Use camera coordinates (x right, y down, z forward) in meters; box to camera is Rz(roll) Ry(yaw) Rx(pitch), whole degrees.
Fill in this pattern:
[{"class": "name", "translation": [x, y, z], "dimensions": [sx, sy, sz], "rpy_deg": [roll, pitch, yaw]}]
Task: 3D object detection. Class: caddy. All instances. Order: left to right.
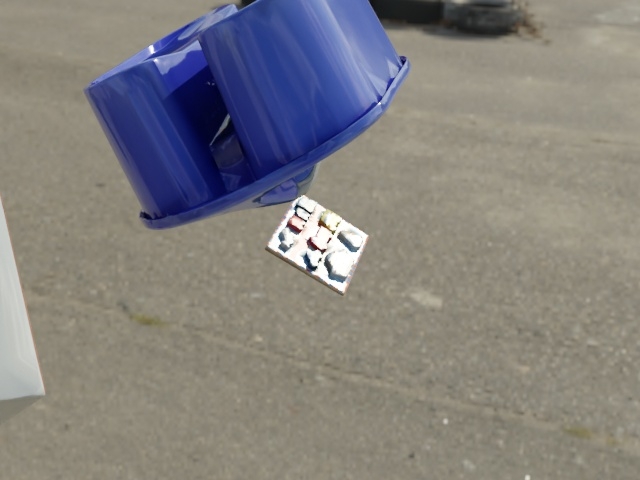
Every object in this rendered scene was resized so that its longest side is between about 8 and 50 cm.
[{"class": "caddy", "translation": [-0.051, -0.123, 0.977], "dimensions": [0.241, 0.179, 0.341], "rpy_deg": [-21, 17, 22]}]

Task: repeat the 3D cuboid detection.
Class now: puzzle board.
[{"class": "puzzle board", "translation": [0.000, 0.000, 1.190], "dimensions": [0.096, 0.011, 0.128], "rpy_deg": [31, 33, -2]}]

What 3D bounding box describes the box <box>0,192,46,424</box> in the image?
[{"class": "box", "translation": [-0.361, 0.068, 0.748], "dimensions": [0.168, 0.215, 0.345], "rpy_deg": [-2, -22, -44]}]
